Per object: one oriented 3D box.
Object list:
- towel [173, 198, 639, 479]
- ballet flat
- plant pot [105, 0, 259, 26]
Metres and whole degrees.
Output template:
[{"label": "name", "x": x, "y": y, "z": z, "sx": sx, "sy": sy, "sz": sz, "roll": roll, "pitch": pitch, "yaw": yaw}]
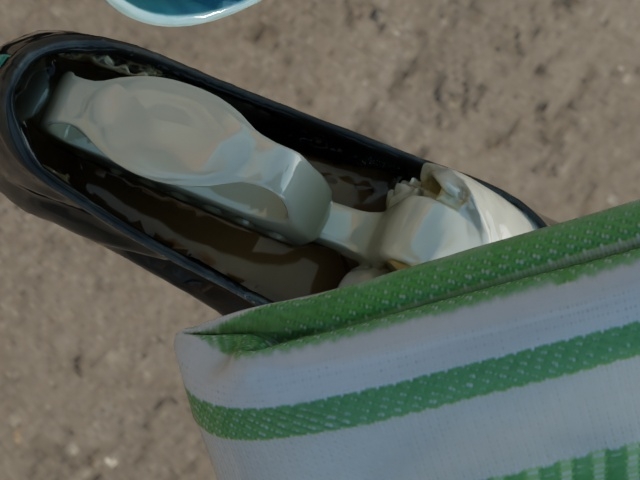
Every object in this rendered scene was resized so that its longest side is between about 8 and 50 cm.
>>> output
[{"label": "towel", "x": 0.125, "y": 0.115, "z": 0.434, "sx": 0.248, "sy": 0.038, "sz": 0.325, "roll": -16, "pitch": 126, "yaw": 10}, {"label": "ballet flat", "x": 0.000, "y": 0.000, "z": 0.587, "sx": 0.096, "sy": 0.280, "sz": 0.095, "roll": 131, "pitch": -20, "yaw": -79}, {"label": "plant pot", "x": -0.106, "y": -0.302, "z": 0.898, "sx": 0.271, "sy": 0.255, "sz": 0.271, "roll": -38, "pitch": 156, "yaw": -21}]
